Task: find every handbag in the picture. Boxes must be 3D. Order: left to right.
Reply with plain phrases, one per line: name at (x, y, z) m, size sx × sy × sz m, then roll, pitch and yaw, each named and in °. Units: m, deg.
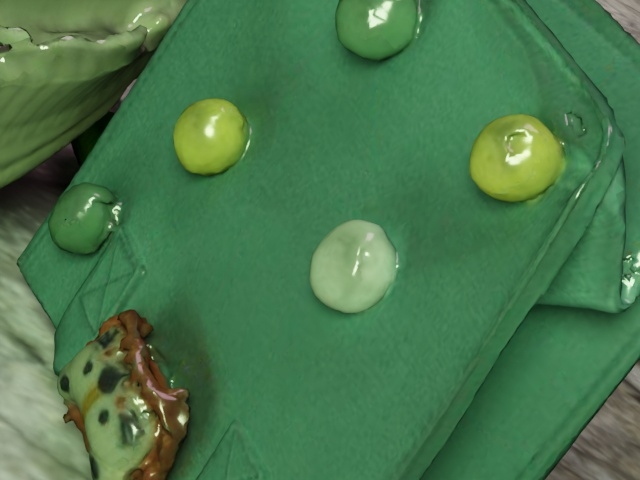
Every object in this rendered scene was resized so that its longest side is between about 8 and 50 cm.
handbag at (-0.002, -0.003, 0.740) m, size 0.100 × 0.274 × 0.269 m, roll 19°, pitch 26°, yaw -45°

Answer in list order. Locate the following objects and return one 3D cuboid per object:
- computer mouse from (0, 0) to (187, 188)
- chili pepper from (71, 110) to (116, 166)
computer mouse at (-0.242, -0.092, 0.814) m, size 0.429 × 0.145 × 0.228 m, roll -11°, pitch 48°, yaw -43°
chili pepper at (-0.065, -0.005, 0.958) m, size 0.108 × 0.062 × 0.216 m, roll 18°, pitch 24°, yaw -44°
